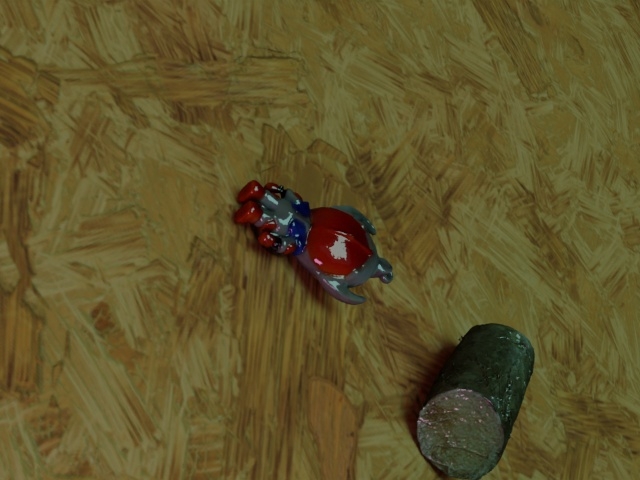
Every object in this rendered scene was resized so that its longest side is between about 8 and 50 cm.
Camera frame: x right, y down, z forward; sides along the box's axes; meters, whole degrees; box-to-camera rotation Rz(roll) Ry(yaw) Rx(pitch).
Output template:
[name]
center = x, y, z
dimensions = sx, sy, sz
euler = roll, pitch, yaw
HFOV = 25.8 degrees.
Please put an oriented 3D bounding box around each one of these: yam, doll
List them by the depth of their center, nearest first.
[doll]
center = 0.000, 0.001, 1.435
dimensions = 0.195, 0.062, 0.104
euler = 27, 31, -27
[yam]
center = 0.173, 0.161, 1.509
dimensions = 0.107, 0.107, 0.183
euler = 52, 36, -13
